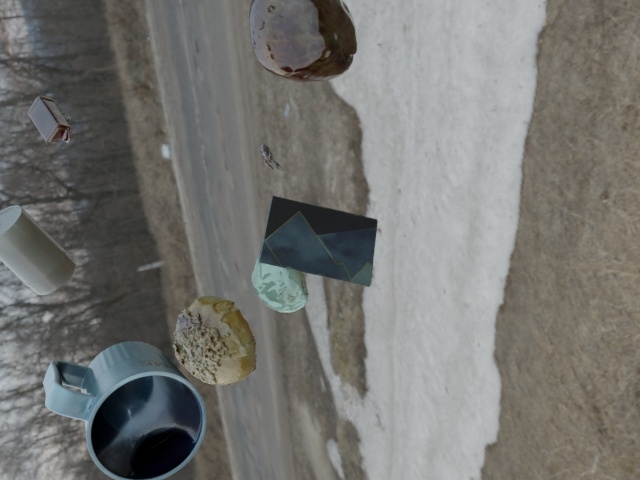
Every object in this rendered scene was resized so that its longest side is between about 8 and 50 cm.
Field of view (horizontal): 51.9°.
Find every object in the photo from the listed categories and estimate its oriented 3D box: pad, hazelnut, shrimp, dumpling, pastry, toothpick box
[{"bbox_3d":[0.000,0.000,1.398,0.004,0.243,0.163,123,158,-64],"label":"pad"},{"bbox_3d":[-0.037,-0.419,1.325,0.234,0.218,0.218,35,-163,-47],"label":"hazelnut"},{"bbox_3d":[-0.151,-0.239,1.911,0.038,0.029,0.092,-18,115,36],"label":"shrimp"},{"bbox_3d":[-0.109,0.116,1.920,0.219,0.108,0.152,58,134,26],"label":"dumpling"},{"bbox_3d":[-0.327,0.309,1.962,0.316,0.184,0.284,-16,100,56],"label":"pastry"},{"bbox_3d":[-0.629,0.024,1.421,0.111,0.111,0.180,49,173,51],"label":"toothpick box"}]

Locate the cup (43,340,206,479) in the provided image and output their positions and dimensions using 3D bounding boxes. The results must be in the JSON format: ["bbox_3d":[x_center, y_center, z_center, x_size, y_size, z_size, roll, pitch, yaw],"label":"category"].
[{"bbox_3d":[-0.472,0.402,1.577,0.311,0.331,0.256,-164,66,-65],"label":"cup"}]

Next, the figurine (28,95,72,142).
[{"bbox_3d":[-0.794,-0.354,1.980,0.082,0.098,0.154,-41,80,27],"label":"figurine"}]
